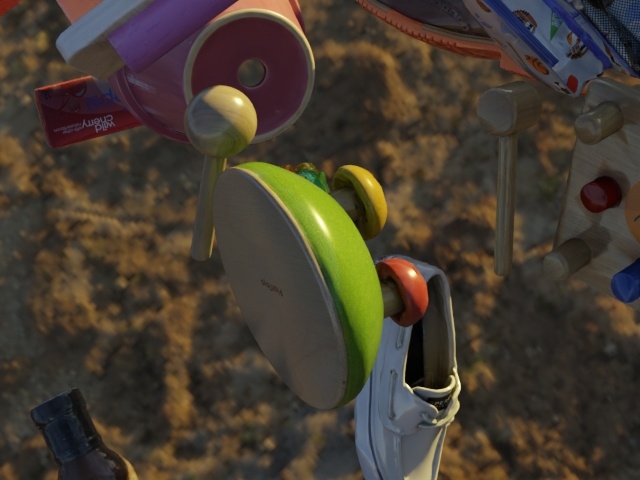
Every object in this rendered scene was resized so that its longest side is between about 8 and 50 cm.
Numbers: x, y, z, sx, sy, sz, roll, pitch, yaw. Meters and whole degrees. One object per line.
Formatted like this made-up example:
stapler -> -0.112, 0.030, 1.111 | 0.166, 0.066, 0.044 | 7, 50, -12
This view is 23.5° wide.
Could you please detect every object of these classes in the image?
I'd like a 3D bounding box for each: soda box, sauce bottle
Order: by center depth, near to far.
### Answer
sauce bottle -> -0.260, 0.352, 1.919 | 0.111, 0.111, 0.344 | -29, 84, 7
soda box -> -0.249, -0.195, 2.076 | 0.263, 0.083, 0.092 | -16, 9, -11

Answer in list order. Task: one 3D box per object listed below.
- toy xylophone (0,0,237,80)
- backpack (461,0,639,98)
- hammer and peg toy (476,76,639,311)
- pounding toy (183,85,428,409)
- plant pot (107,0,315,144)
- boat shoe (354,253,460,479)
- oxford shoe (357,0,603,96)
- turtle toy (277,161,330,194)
toy xylophone -> -0.116, -0.169, 0.471 | 0.236, 0.081, 0.322 | -43, 74, 1
backpack -> 0.236, -0.284, 1.540 | 0.213, 0.263, 0.276 | -38, 15, -2
hammer and peg toy -> 0.347, -0.045, 1.754 | 0.361, 0.266, 0.127 | 28, 38, 31
pounding toy -> 0.000, 0.000, 1.101 | 0.110, 0.183, 0.237 | -23, 49, -21
plant pot -> -0.095, -0.176, 1.477 | 0.201, 0.201, 0.180 | -40, 27, -3
boat shoe -> 0.097, 0.148, 1.529 | 0.088, 0.096, 0.267 | 11, 104, 48
oxford shoe -> 0.205, -0.295, 1.945 | 0.364, 0.130, 0.132 | 22, 99, 23
turtle toy -> -0.039, -0.021, 1.521 | 0.130, 0.066, 0.095 | -50, 43, 19
